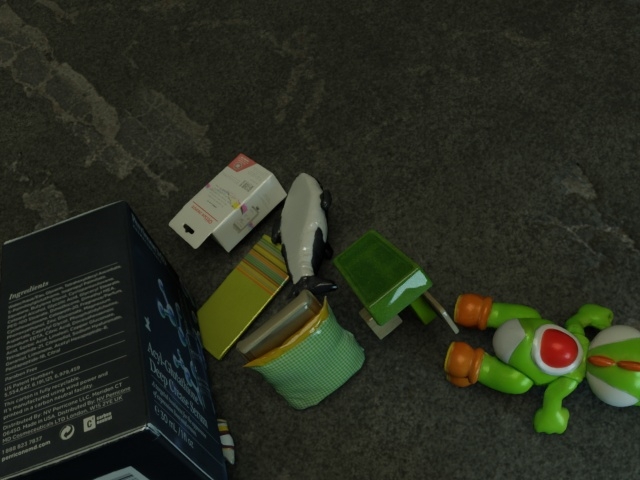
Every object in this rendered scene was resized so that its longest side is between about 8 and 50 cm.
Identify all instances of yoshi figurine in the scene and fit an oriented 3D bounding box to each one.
[{"bbox_3d":[0.396,0.190,1.033,0.363,0.203,0.203,8,28,26],"label":"yoshi figurine"}]

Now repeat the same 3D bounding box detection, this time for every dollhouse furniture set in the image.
[{"bbox_3d":[0.046,0.162,1.010,0.302,0.197,0.151,-39,34,-1],"label":"dollhouse furniture set"}]

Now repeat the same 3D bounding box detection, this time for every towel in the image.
[{"bbox_3d":[-0.141,0.102,1.201,0.102,0.021,0.237,35,77,25],"label":"towel"}]

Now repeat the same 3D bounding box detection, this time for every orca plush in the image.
[{"bbox_3d":[0.000,0.000,1.171,0.151,0.102,0.287,-46,33,19],"label":"orca plush"}]

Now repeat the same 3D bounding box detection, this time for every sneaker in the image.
[{"bbox_3d":[-0.234,0.364,1.077,0.186,0.069,0.083,-22,61,0],"label":"sneaker"}]

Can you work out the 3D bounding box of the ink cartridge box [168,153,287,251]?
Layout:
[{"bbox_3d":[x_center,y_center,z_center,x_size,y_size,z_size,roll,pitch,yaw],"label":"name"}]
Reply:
[{"bbox_3d":[-0.176,-0.060,1.229,0.198,0.067,0.115,-44,47,-11],"label":"ink cartridge box"}]

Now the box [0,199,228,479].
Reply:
[{"bbox_3d":[-0.312,0.195,0.989,0.212,0.293,0.395,-21,51,0],"label":"box"}]
